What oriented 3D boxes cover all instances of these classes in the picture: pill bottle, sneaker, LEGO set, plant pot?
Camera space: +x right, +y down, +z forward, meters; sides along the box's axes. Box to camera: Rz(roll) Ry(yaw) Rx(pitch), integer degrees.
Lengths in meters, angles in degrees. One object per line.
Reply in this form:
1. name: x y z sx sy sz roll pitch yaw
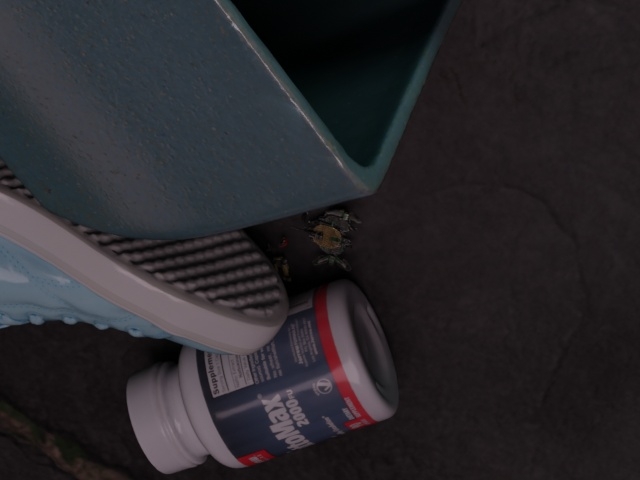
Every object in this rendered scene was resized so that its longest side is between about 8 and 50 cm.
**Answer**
1. pill bottle: -0.043 0.106 1.355 0.180 0.108 0.108 -21 116 14
2. sneaker: -0.205 0.007 1.306 0.366 0.135 0.150 26 125 -2
3. LEGO set: -0.002 -0.002 1.345 0.083 0.023 0.054 -11 117 24
4. plant pot: -0.099 -0.145 1.150 0.252 0.248 0.247 -23 117 35
